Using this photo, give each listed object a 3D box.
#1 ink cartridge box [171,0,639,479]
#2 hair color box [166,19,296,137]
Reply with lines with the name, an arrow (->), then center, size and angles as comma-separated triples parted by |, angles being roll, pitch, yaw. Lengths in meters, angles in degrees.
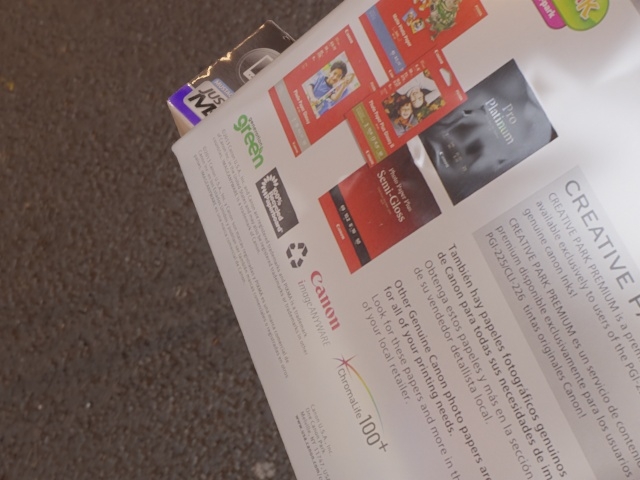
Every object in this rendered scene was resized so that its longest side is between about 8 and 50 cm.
ink cartridge box -> 0.105, 0.015, 0.466 | 0.130, 0.272, 0.309 | 14, 47, -53
hair color box -> 0.000, 0.000, 0.814 | 0.110, 0.339, 0.185 | -40, 68, -15
